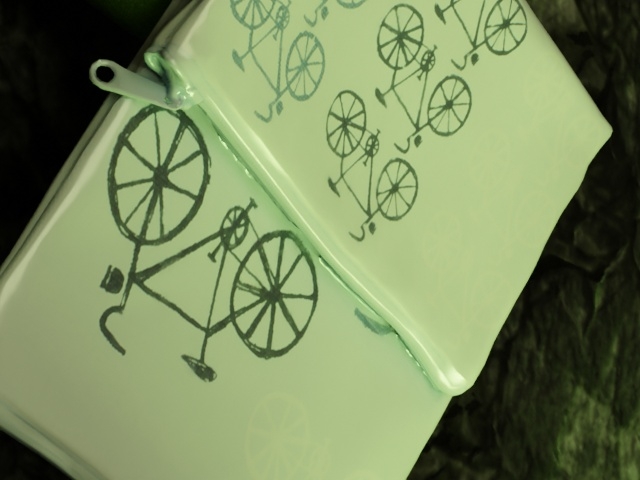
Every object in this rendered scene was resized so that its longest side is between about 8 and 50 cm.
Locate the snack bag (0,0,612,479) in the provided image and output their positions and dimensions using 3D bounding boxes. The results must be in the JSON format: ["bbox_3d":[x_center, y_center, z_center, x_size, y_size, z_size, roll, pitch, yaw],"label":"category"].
[{"bbox_3d":[0.000,0.000,0.890,0.343,0.037,0.323,-59,139,-16],"label":"snack bag"}]

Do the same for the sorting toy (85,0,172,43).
[{"bbox_3d":[-0.128,-0.088,0.869,0.365,0.127,0.126,35,91,-36],"label":"sorting toy"}]
